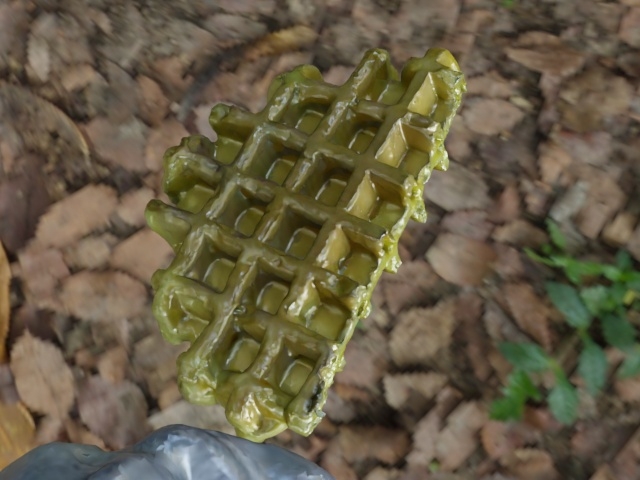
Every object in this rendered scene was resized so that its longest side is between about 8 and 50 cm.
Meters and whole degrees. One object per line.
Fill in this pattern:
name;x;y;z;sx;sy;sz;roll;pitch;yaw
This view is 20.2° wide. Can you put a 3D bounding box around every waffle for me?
waffle;0.000;0.000;0.820;0.160;0.046;0.192;-11;60;4

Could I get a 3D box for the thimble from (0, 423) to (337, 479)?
thimble;-0.055;0.184;0.509;0.172;0.205;0.236;-38;67;33
